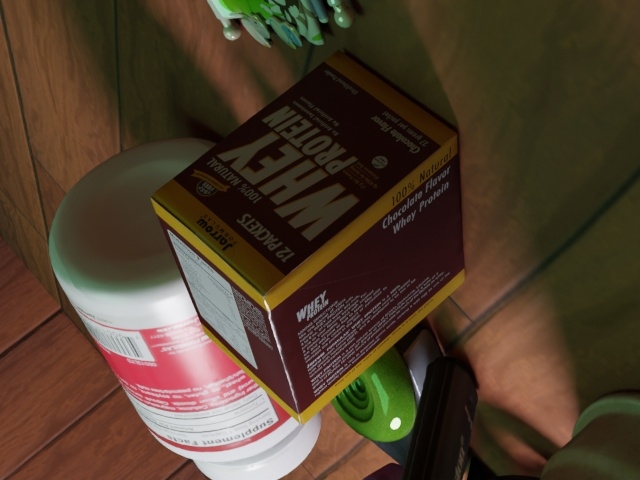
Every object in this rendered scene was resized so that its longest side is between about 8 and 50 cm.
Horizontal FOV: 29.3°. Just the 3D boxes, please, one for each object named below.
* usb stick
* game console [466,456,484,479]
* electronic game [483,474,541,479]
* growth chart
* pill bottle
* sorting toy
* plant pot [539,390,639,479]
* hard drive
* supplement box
[{"bbox_3d":[0.096,0.225,1.079,0.045,0.278,0.077,-10,131,28],"label":"usb stick"},{"bbox_3d":[0.204,0.299,1.331,0.107,0.071,0.122,14,152,11],"label":"game console"},{"bbox_3d":[0.218,0.323,1.163,0.229,0.048,0.229,18,124,29],"label":"electronic game"},{"bbox_3d":[-0.054,-0.217,0.941,0.172,0.021,0.237,57,161,-22],"label":"growth chart"},{"bbox_3d":[-0.127,0.100,1.378,0.229,0.229,0.408,35,156,38],"label":"pill bottle"},{"bbox_3d":[0.000,0.129,1.144,0.127,0.126,0.366,7,115,54],"label":"sorting toy"},{"bbox_3d":[0.180,0.326,0.884,0.334,0.305,0.334,51,157,31],"label":"plant pot"},{"bbox_3d":[0.076,0.151,1.278,0.172,0.054,0.255,34,154,41],"label":"hard drive"},{"bbox_3d":[0.000,0.000,0.953,0.129,0.191,0.194,39,159,30],"label":"supplement box"}]
